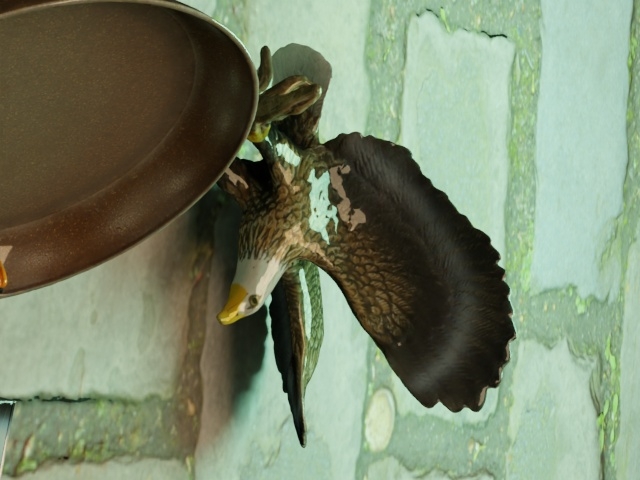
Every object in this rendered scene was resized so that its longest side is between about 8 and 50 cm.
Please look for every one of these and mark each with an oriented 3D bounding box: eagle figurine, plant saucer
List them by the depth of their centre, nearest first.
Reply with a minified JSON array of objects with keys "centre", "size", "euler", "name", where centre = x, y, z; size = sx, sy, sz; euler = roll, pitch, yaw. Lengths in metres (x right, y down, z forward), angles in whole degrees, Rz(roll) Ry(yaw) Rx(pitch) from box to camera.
[{"centre":[-0.191,-0.063,1.136],"size":[0.311,0.310,0.050],"euler":[19,38,-56],"name":"plant saucer"},{"centre":[-0.007,0.008,1.448],"size":[0.225,0.226,0.298],"euler":[-41,115,-3],"name":"eagle figurine"}]

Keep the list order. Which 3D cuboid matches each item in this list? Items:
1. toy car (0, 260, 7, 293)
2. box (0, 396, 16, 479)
[{"centre":[-0.230,0.062,1.153],"size":[0.040,0.060,0.122],"euler":[28,47,-59],"name":"toy car"},{"centre":[-0.270,0.140,1.054],"size":[0.207,0.036,0.114],"euler":[13,86,-57],"name":"box"}]
